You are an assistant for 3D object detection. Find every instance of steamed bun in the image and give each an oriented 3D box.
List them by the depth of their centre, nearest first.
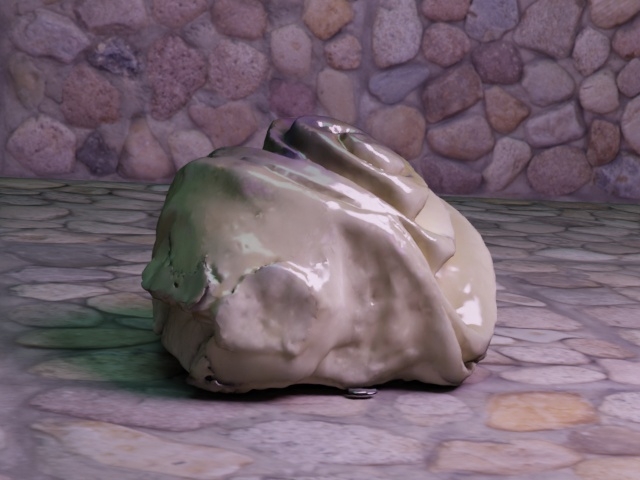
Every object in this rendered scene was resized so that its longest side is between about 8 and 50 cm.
[{"bbox_3d":[0.000,0.000,1.297,0.347,0.237,0.394,8,10,20],"label":"steamed bun"}]
